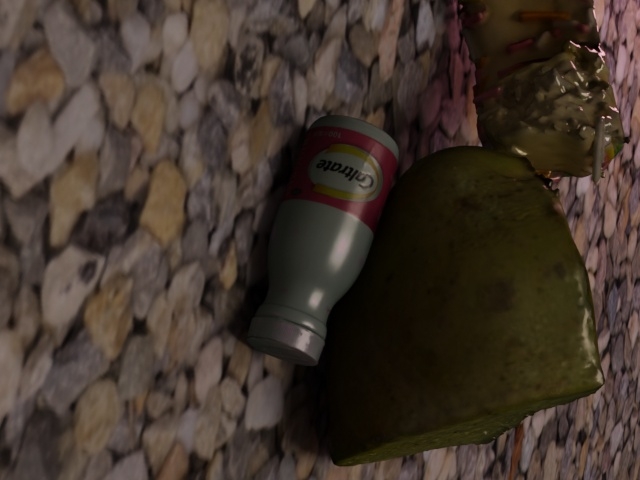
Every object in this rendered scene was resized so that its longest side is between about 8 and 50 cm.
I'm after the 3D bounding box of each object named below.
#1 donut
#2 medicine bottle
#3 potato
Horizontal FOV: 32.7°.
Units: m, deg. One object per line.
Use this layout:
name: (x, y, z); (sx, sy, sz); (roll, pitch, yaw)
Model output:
donut: (0.215, -0.244, 1.142); (0.307, 0.150, 0.371); (-34, 112, -77)
medicine bottle: (0.000, 0.000, 0.975); (0.090, 0.090, 0.217); (43, 60, -51)
potato: (0.094, 0.055, 1.046); (0.330, 0.212, 0.280); (122, -41, -69)
